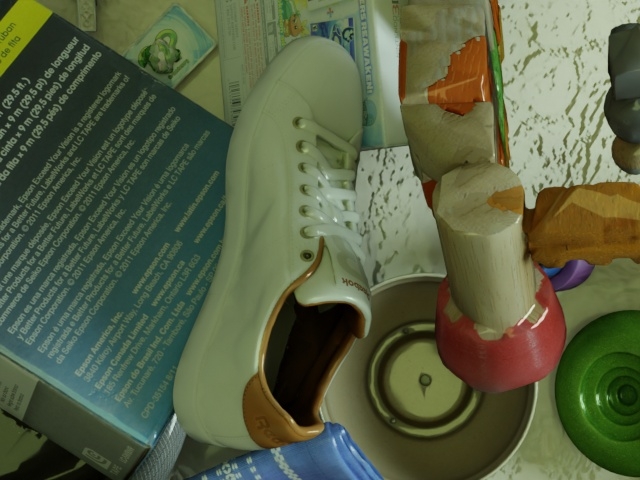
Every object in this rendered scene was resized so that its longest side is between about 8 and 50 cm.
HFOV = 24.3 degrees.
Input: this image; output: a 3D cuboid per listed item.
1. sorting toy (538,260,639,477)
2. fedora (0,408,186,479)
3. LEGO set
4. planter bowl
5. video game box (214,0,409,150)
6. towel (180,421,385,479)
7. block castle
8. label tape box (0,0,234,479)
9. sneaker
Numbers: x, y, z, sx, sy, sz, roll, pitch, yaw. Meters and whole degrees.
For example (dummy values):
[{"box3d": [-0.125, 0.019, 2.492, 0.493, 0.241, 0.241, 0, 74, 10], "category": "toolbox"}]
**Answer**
[{"box3d": [0.217, 0.139, 1.075, 0.127, 0.126, 0.365, -35, 72, 30], "category": "sorting toy"}, {"box3d": [-0.227, 0.127, 1.136, 0.244, 0.124, 0.275, 36, 73, 2], "category": "fedora"}, {"box3d": [-0.189, -0.179, 1.210, 0.244, 0.060, 0.182, -45, 97, 2], "category": "LEGO set"}, {"box3d": [0.079, 0.107, 1.131, 0.162, 0.109, 0.162, 0, 87, 3], "category": "planter bowl"}, {"box3d": [-0.007, -0.164, 1.120, 0.048, 0.187, 0.205, -6, 92, -38], "category": "video game box"}, {"box3d": [-0.081, 0.261, 1.067, 0.336, 0.243, 0.040, -25, 42, 11], "category": "towel"}, {"box3d": [0.216, -0.117, 1.016, 0.303, 0.213, 0.453, -4, 54, 10], "category": "block castle"}, {"box3d": [-0.206, -0.025, 1.051, 0.334, 0.106, 0.240, 33, 62, -2], "category": "label tape box"}, {"box3d": [0.000, 0.000, 0.983, 0.123, 0.106, 0.290, -1, 72, 45], "category": "sneaker"}]
